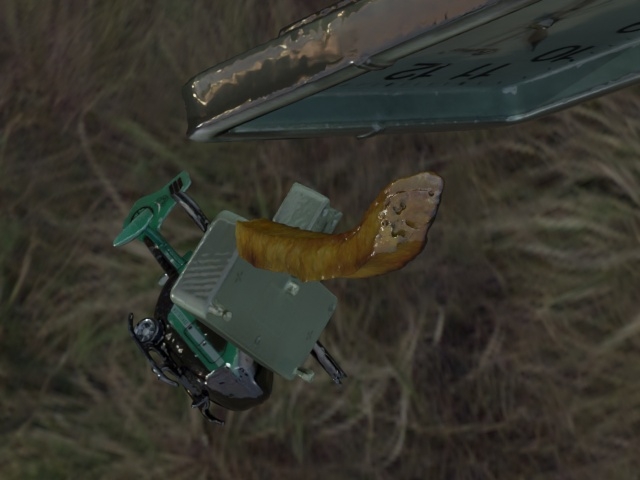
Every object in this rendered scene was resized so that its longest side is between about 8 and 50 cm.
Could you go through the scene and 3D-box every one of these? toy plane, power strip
[{"bbox_3d":[-0.126,0.064,1.669,0.155,0.381,0.106,-42,134,-1],"label":"toy plane"},{"bbox_3d":[-0.032,0.027,1.319,0.061,0.216,0.145,26,82,25],"label":"power strip"}]

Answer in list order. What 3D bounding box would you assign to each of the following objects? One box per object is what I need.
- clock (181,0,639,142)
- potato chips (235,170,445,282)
[{"bbox_3d":[0.109,-0.105,0.753,0.279,0.273,0.049,-17,82,44],"label":"clock"},{"bbox_3d":[0.000,0.000,0.621,0.026,0.204,0.037,5,85,-17],"label":"potato chips"}]
